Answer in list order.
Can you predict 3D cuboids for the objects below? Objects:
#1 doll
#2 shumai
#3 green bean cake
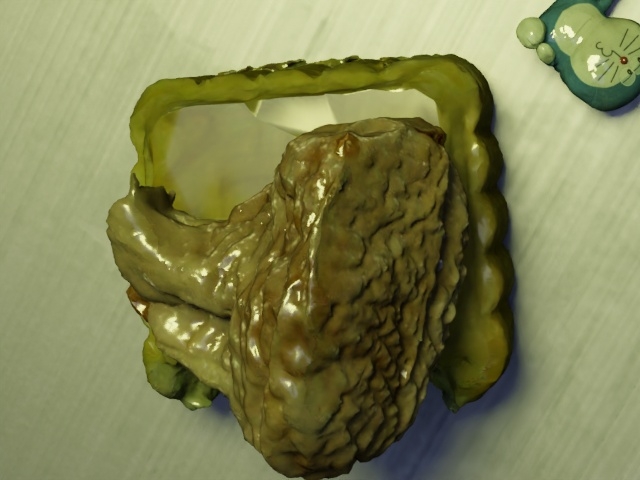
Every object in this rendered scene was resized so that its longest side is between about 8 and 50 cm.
[{"bbox_3d":[0.173,-0.124,0.939,0.083,0.050,0.076,44,85,6],"label":"doll"},{"bbox_3d":[-0.022,0.017,0.832,0.175,0.166,0.206,21,99,32],"label":"shumai"},{"bbox_3d":[0.000,0.000,0.951,0.236,0.124,0.233,-4,96,12],"label":"green bean cake"}]
